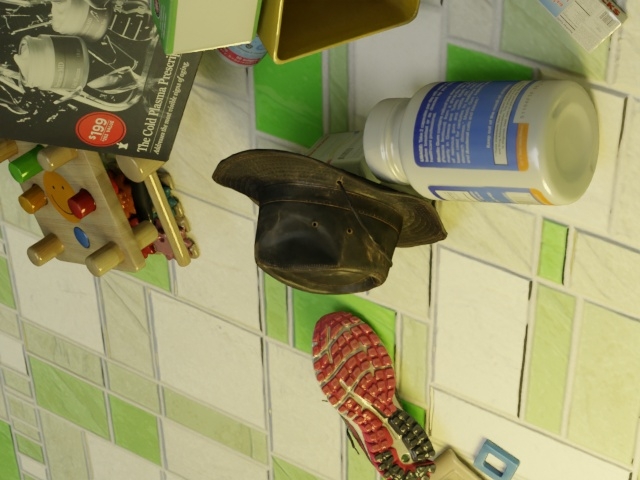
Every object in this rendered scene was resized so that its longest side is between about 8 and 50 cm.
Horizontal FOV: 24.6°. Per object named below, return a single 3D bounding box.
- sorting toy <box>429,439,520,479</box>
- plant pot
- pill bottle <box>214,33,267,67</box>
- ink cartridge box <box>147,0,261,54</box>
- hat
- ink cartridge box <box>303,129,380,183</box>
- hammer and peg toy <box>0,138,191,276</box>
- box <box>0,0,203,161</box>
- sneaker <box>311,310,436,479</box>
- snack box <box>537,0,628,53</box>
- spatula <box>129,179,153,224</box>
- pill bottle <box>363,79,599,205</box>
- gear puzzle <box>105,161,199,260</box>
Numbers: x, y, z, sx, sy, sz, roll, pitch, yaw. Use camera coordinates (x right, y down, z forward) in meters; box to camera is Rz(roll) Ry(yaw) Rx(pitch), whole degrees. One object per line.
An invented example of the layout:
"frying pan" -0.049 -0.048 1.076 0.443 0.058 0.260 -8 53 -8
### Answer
"sorting toy" 0.225 0.441 2.330 0.196 0.047 0.348 43 139 3
"plant pot" -0.007 -0.371 1.753 0.187 0.212 0.212 50 148 32
"pill bottle" -0.079 -0.306 1.957 0.087 0.087 0.160 47 139 -1
"ink cartridge box" -0.157 -0.389 1.701 0.201 0.117 0.278 106 148 -58
"hat" 0.000 0.000 1.985 0.331 0.134 0.331 15 166 4
"ink cartridge box" 0.038 -0.108 2.016 0.122 0.088 0.052 -1 124 41
"hammer and peg toy" -0.358 -0.061 2.256 0.361 0.127 0.266 8 126 49
"box" -0.317 -0.296 1.937 0.312 0.179 0.343 8 138 -15
"sneaker" 0.065 0.249 2.266 0.299 0.121 0.112 65 167 -9
"snack box" 0.274 -0.302 1.716 0.178 0.022 0.064 46 140 0
"spatula" -0.301 -0.147 2.259 0.084 0.030 0.296 7 124 37
"pill bottle" 0.194 -0.123 1.828 0.272 0.152 0.152 5 124 38
"gear puzzle" -0.358 -0.045 2.429 0.339 0.044 0.175 5 125 37
